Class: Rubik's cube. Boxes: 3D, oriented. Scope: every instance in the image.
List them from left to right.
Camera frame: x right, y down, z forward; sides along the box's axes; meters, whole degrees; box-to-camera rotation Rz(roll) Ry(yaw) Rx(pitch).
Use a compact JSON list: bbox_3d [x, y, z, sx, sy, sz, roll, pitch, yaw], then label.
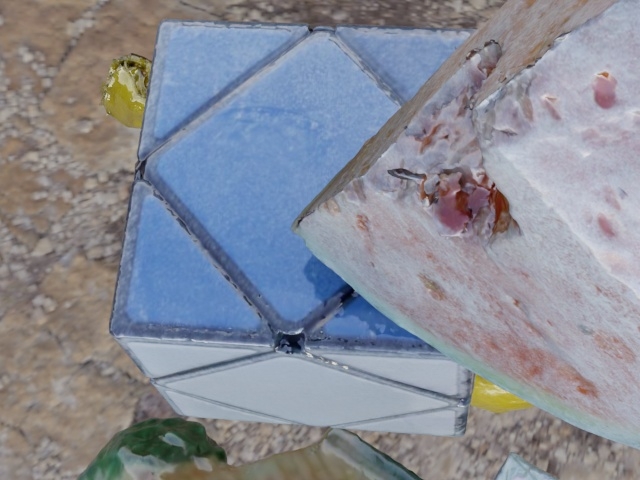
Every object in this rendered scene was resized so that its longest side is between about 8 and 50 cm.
[{"bbox_3d":[0.000,0.000,0.778,0.205,0.207,0.205,4,68,5],"label":"Rubik's cube"}]

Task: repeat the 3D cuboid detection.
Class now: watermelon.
[{"bbox_3d":[0.141,-0.032,0.530,0.188,0.322,0.175,46,71,-11],"label":"watermelon"}]

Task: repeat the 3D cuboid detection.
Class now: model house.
[{"bbox_3d":[-0.067,0.360,1.298,0.334,0.342,0.382,61,140,27],"label":"model house"}]

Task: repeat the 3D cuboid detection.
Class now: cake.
[{"bbox_3d":[-0.165,-0.140,1.400,0.116,0.185,0.080,-29,55,48],"label":"cake"}]

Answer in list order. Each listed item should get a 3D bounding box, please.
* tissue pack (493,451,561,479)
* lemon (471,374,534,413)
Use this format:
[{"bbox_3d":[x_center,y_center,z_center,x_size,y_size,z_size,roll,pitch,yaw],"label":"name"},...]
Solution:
[{"bbox_3d":[0.283,0.421,1.473,0.128,0.311,0.228,22,78,48],"label":"tissue pack"},{"bbox_3d":[0.199,0.090,1.385,0.204,0.260,0.204,0,92,11],"label":"lemon"}]
